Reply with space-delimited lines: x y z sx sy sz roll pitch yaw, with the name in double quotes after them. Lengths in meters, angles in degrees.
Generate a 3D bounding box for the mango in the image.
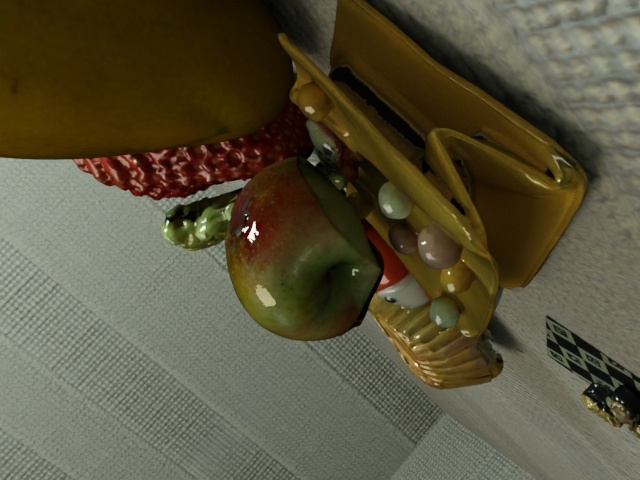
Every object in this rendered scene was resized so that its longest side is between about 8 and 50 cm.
-0.234 -0.211 0.677 0.445 0.232 0.300 3 -132 -26 "mango"

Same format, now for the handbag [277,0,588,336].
0.099 -0.051 0.712 0.283 0.133 0.401 48 177 20 "handbag"

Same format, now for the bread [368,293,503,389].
0.206 0.165 1.238 0.274 0.149 0.274 48 175 6 "bread"

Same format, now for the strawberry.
-0.168 -0.185 0.958 0.351 0.267 0.312 11 -165 10 "strawberry"

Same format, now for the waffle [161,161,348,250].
-0.093 -0.053 1.024 0.317 0.297 0.073 -136 26 -85 "waffle"

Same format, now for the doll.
0.115 0.027 0.974 0.290 0.130 0.161 23 -171 24 "doll"

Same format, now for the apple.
-0.026 0.011 0.783 0.188 0.174 0.207 49 160 45 "apple"

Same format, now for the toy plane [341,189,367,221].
0.094 -0.017 1.173 0.197 0.053 0.078 50 177 -40 "toy plane"

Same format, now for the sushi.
0.415 0.230 0.932 0.279 0.043 0.192 37 171 31 "sushi"
